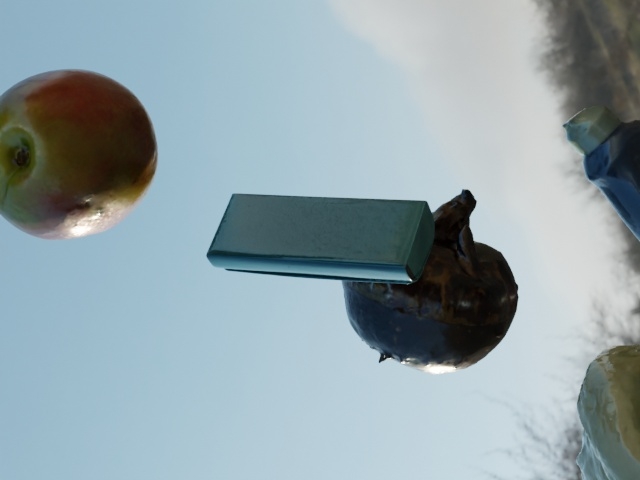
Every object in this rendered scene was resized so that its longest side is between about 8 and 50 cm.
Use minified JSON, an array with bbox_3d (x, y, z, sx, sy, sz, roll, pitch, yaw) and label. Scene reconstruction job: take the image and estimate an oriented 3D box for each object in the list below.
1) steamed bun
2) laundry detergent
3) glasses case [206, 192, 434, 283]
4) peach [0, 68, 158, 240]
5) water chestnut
[{"bbox_3d":[0.417,0.176,1.204,0.230,0.372,0.325,53,155,-1],"label":"steamed bun"},{"bbox_3d":[0.454,-0.077,1.511,0.290,0.143,0.094,45,156,-2],"label":"laundry detergent"},{"bbox_3d":[0.000,0.002,1.527,0.070,0.301,0.117,64,-142,-48],"label":"glasses case"},{"bbox_3d":[-0.324,-0.109,1.435,0.231,0.231,0.231,55,-159,-34],"label":"peach"},{"bbox_3d":[0.171,0.055,1.710,0.300,0.300,0.300,55,-159,-34],"label":"water chestnut"}]
